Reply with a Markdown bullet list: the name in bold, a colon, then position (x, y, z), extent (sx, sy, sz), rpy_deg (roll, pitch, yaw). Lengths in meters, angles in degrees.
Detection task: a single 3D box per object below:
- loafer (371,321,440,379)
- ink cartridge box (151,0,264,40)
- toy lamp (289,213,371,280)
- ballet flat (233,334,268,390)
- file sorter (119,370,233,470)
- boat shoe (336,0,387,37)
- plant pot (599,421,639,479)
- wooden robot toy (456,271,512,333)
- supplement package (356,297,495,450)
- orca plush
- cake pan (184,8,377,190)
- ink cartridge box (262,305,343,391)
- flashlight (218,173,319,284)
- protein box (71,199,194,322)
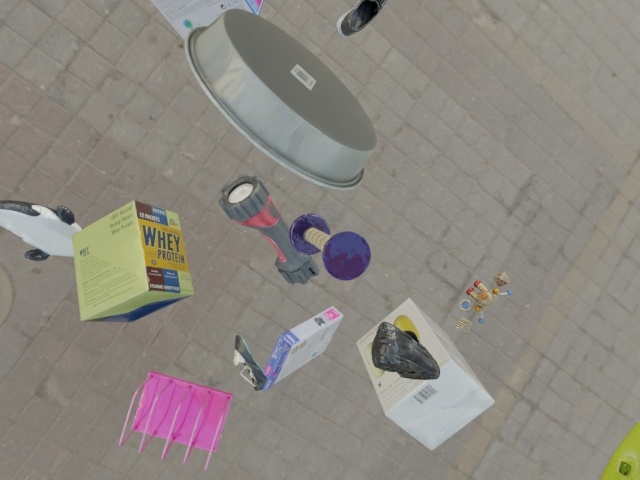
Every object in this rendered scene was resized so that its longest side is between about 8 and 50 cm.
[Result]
- **loafer**: position (0.157, 0.198, 0.816), extent (0.223, 0.076, 0.078), rpy_deg (36, 53, -50)
- **ink cartridge box**: position (-0.372, -0.771, 1.287), extent (0.395, 0.270, 0.151), rpy_deg (44, 45, -49)
- **toy lamp**: position (0.000, 0.000, 0.772), extent (0.080, 0.274, 0.080), rpy_deg (-2, 98, -14)
- **ballet flat**: position (-0.244, 0.411, 1.542), extent (0.074, 0.074, 0.203), rpy_deg (-33, 79, -12)
- **file sorter**: position (-0.459, 0.579, 1.485), extent (0.290, 0.182, 0.202), rpy_deg (17, 91, -4)
- **boat shoe**: position (0.141, -0.685, 1.364), extent (0.228, 0.076, 0.080), rpy_deg (-45, 123, -15)
- **plant pot**: position (0.526, 0.460, 0.696), extent (0.207, 0.227, 0.228), rpy_deg (-37, 124, -9)
- **wooden robot toy**: position (0.367, 0.134, 1.070), extent (0.173, 0.079, 0.076), rpy_deg (-48, 63, 6)
- **supplement package**: position (0.252, 0.329, 1.175), extent (0.199, 0.263, 0.198), rpy_deg (-42, 116, 9)
- **orca plush**: position (-0.715, -0.037, 1.147), extent (0.287, 0.102, 0.151), rpy_deg (9, 107, -40)
- **cake pan**: position (-0.035, -0.193, 0.613), extent (0.293, 0.293, 0.054), rpy_deg (38, 120, -15)
- **ink cartridge box**: position (-0.067, 0.338, 1.476), extent (0.311, 0.065, 0.186), rpy_deg (-23, 145, -50)
- **flashlight**: position (-0.113, -0.011, 1.052), extent (0.103, 0.103, 0.304), rpy_deg (-36, 135, -6)
- **protein box**: position (-0.416, 0.054, 1.027), extent (0.200, 0.136, 0.201), rpy_deg (-24, 70, 20)
